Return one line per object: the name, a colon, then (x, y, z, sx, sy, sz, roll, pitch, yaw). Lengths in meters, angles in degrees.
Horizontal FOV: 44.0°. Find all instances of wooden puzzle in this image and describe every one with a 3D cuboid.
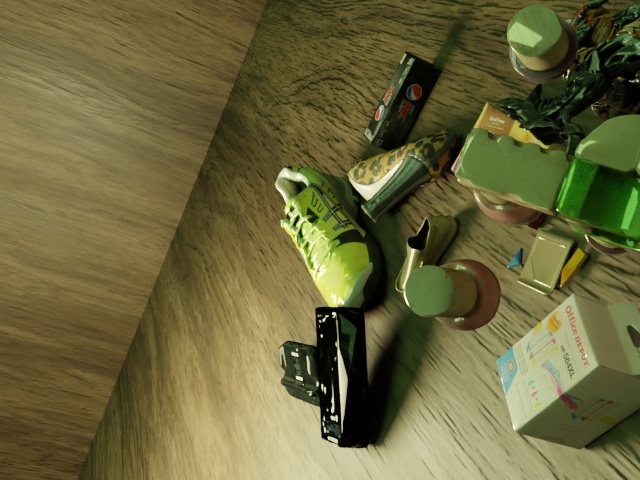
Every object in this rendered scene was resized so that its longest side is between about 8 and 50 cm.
wooden puzzle: (0.272, 0.027, 0.950, 0.079, 0.014, 0.116, -62, 23, 10)

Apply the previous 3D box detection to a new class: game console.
game console: (-0.004, 0.215, 1.337, 0.361, 0.044, 0.213, 170, 98, -69)

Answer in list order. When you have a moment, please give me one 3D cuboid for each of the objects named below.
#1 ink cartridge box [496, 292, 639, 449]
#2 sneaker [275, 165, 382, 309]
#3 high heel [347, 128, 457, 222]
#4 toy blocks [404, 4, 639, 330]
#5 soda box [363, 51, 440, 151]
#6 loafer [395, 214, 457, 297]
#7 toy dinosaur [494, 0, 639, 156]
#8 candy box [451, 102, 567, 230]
ink cartridge box: (0.261, 0.127, 0.790, 0.143, 0.089, 0.092, -54, 27, 37)
sneaker: (0.000, 0.000, 1.429, 0.145, 0.147, 0.385, -58, 28, 24)
high heel: (0.141, -0.133, 1.338, 0.186, 0.093, 0.261, -42, 16, 11)
toy blocks: (0.272, -0.029, 0.684, 0.288, 0.260, 0.309, 20, 94, 25)
soda box: (0.143, -0.242, 1.403, 0.169, 0.060, 0.053, -63, 25, 18)
loafer: (0.148, 0.020, 1.192, 0.148, 0.050, 0.056, -62, 23, 20)
toy dinosaur: (0.320, -0.174, 0.838, 0.218, 0.164, 0.322, -49, 5, 11)
candy box: (0.251, -0.103, 1.048, 0.109, 0.053, 0.187, -64, 24, 18)
